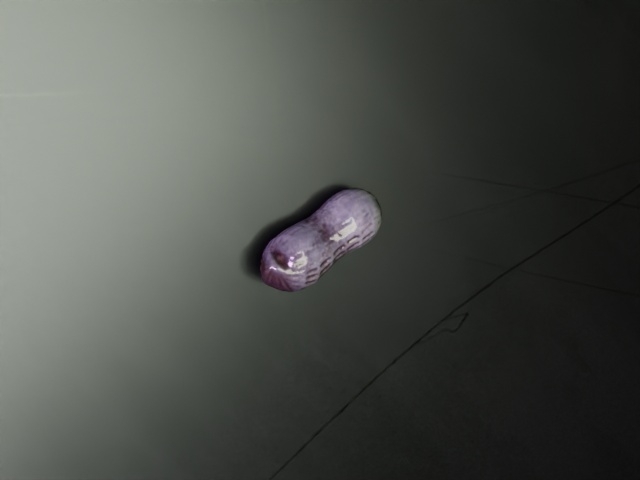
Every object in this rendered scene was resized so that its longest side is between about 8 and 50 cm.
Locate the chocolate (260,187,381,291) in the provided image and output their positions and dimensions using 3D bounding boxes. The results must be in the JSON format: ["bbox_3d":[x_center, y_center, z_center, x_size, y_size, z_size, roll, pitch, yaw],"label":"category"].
[{"bbox_3d":[0.000,0.000,1.388,0.167,0.072,0.072,-38,110,-14],"label":"chocolate"}]
